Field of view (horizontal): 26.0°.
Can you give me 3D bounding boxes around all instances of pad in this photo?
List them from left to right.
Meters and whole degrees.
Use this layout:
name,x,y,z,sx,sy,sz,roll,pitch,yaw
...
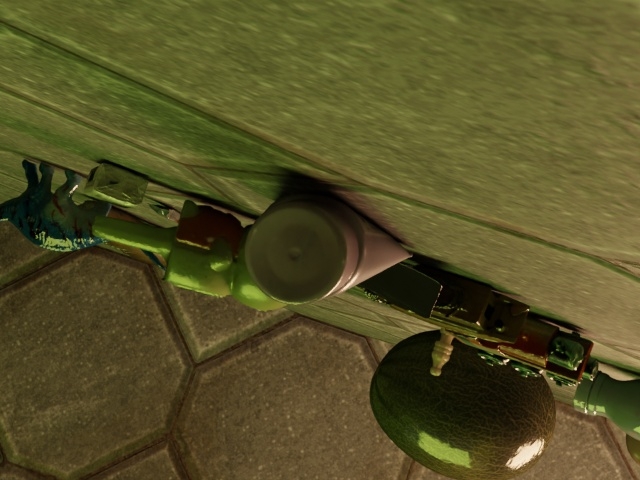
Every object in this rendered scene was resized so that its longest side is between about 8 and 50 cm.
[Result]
name,x,y,z,sx,sy,sz,roll,pitch,yaw
pad,0.055,0.032,1.503,0.157,0.003,0.112,27,157,8

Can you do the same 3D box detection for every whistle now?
name,x,y,z,sx,sy,sz,roll,pitch,yaw
whistle,-0.133,0.013,1.670,0.289,0.106,0.131,16,180,-6

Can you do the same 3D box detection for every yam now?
name,x,y,z,sx,sy,sz,roll,pitch,yaw
yam,-0.299,0.002,2.359,0.071,0.067,0.317,32,-178,38

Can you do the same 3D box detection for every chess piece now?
name,x,y,z,sx,sy,sz,roll,pitch,yaw
chess piece,0.191,0.166,2.151,0.035,0.092,0.035,19,175,2

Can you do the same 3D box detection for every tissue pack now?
name,x,y,z,sx,sy,sz,roll,pitch,yaw
tissue pack,-0.243,-0.065,1.644,0.062,0.042,0.083,22,174,-15

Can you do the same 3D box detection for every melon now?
name,x,y,z,sx,sy,sz,roll,pitch,yaw
melon,0.230,0.267,2.256,0.302,0.237,0.237,21,174,1

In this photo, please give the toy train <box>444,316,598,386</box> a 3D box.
name,x,y,z,sx,sy,sz,roll,pitch,yaw
toy train,0.248,0.124,1.680,0.176,0.074,0.118,19,171,29

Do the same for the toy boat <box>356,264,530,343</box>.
name,x,y,z,sx,sy,sz,roll,pitch,yaw
toy boat,0.135,0.065,1.559,0.201,0.057,0.077,17,169,26

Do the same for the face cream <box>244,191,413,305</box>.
name,x,y,z,sx,sy,sz,roll,pitch,yaw
face cream,0.000,0.000,1.302,0.154,0.096,0.274,15,-173,9

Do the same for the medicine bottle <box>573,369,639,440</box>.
name,x,y,z,sx,sy,sz,roll,pitch,yaw
medicine bottle,0.475,0.245,1.976,0.217,0.090,0.090,18,174,25

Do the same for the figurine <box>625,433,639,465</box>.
name,x,y,z,sx,sy,sz,roll,pitch,yaw
figurine,0.518,0.292,2.063,0.125,0.138,0.125,16,170,3

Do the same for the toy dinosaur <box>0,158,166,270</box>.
name,x,y,z,sx,sy,sz,roll,pitch,yaw
toy dinosaur,-0.365,-0.044,1.912,0.329,0.144,0.076,6,169,4

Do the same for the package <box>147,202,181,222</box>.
name,x,y,z,sx,sy,sz,roll,pitch,yaw
package,-0.208,-0.035,1.952,0.037,0.015,0.110,16,175,20
